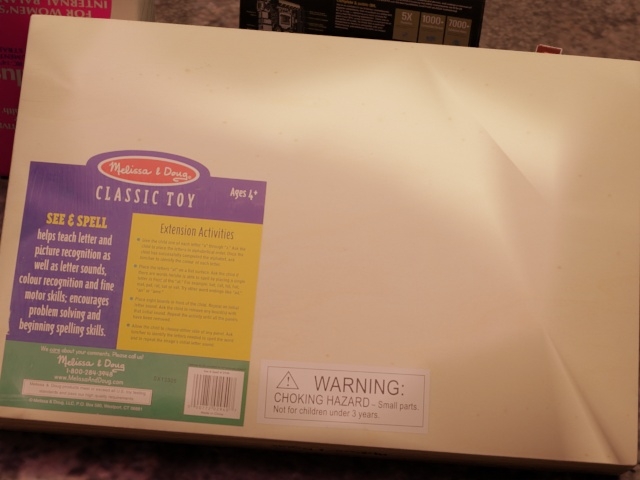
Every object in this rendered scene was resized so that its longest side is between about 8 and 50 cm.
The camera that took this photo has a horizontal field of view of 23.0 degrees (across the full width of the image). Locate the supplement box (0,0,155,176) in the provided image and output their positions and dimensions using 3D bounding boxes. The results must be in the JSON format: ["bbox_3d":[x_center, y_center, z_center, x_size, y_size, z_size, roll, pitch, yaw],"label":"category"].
[{"bbox_3d":[-0.177,-0.158,1.125,0.111,0.220,0.114,2,46,-1],"label":"supplement box"}]

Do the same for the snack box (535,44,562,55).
[{"bbox_3d":[0.150,-0.068,1.169,0.022,0.064,0.178,12,45,10],"label":"snack box"}]

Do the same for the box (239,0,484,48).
[{"bbox_3d":[0.031,-0.162,1.196,0.180,0.147,0.077,9,45,5],"label":"box"}]

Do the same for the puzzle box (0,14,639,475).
[{"bbox_3d":[0.000,0.000,1.013,0.408,0.052,0.272,5,74,0],"label":"puzzle box"}]
